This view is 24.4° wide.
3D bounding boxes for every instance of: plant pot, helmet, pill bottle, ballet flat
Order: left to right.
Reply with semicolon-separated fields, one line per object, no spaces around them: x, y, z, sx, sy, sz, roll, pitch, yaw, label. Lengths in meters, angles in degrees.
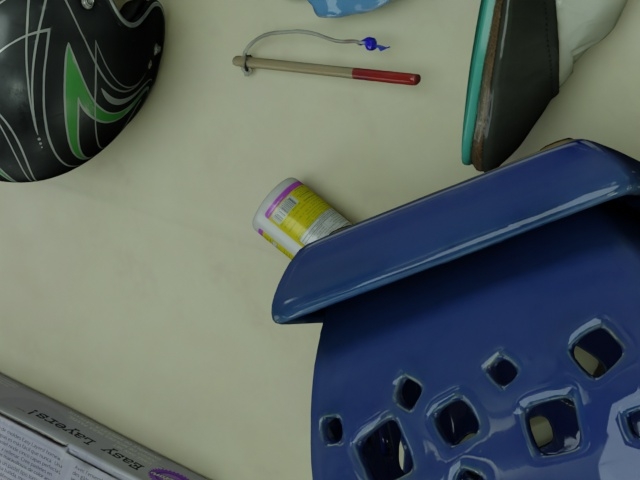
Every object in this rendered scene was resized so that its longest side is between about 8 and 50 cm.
-0.190;-0.120;0.938;0.169;0.161;0.169;2;97;20;helmet
0.000;0.000;0.947;0.083;0.043;0.043;39;107;11;pill bottle
0.118;0.074;0.819;0.236;0.236;0.212;-22;82;20;plant pot
0.132;-0.177;0.856;0.096;0.095;0.280;2;97;8;ballet flat

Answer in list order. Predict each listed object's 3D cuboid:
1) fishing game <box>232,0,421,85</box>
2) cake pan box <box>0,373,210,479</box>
0.008;-0.230;0.920;0.189;0.041;0.264;8;104;28;fishing game
-0.222;0.232;1.042;0.267;0.070;0.246;23;105;16;cake pan box
